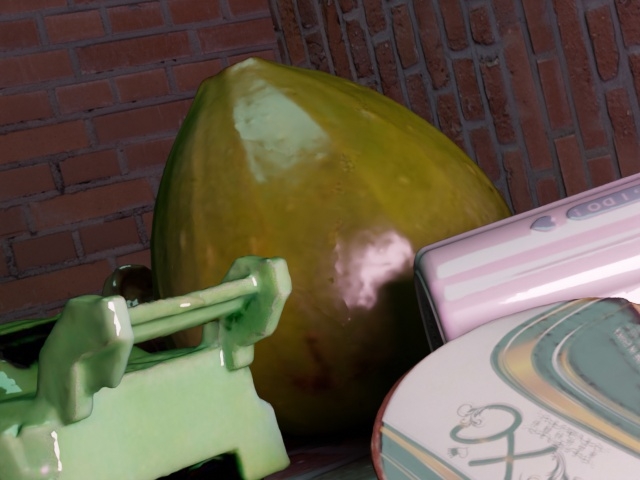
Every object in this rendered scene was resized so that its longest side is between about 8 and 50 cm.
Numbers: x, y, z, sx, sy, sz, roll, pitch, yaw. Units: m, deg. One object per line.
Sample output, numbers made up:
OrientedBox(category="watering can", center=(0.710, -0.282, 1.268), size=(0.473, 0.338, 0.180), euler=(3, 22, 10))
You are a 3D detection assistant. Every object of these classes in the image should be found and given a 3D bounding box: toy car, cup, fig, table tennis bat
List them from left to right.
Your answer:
OrientedBox(category="toy car", center=(-0.175, 0.127, 0.843), size=(0.358, 0.176, 0.213), euler=(-12, 2, 41))
OrientedBox(category="fig", center=(0.000, 0.000, 1.132), size=(0.316, 0.316, 0.316), euler=(-13, 3, 1))
OrientedBox(category="cup", center=(0.174, 0.050, 0.876), size=(0.202, 0.167, 0.221), euler=(-16, 1, -1))
OrientedBox(category="table tennis bat", center=(0.173, 0.080, 0.754), size=(0.301, 0.022, 0.173), euler=(-20, 38, -6))

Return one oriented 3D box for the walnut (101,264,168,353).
OrientedBox(category="walnut", center=(-0.100, 0.093, 1.474), size=(0.238, 0.204, 0.141), euler=(-23, 40, 25))
